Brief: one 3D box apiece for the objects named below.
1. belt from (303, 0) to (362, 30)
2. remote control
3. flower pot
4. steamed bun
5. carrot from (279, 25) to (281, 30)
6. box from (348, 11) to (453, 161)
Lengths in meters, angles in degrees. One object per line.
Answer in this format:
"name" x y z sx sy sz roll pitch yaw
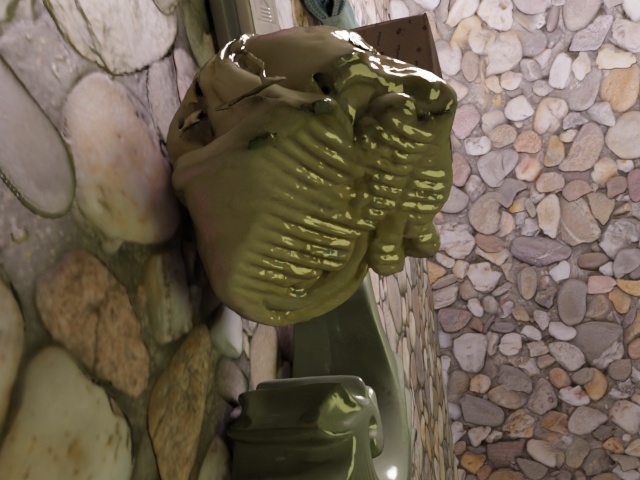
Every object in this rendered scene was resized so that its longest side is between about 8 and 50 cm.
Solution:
"belt" 0.040 -0.430 1.158 0.302 0.087 0.072 35 47 -69
"remote control" -0.089 -0.257 0.712 0.103 0.055 0.277 -48 131 -69
"flower pot" 0.025 0.214 0.726 0.367 0.164 0.254 -65 140 -59
"steamed bun" -0.022 -0.074 0.603 0.207 0.268 0.280 51 -28 44
"carrot" -0.060 -0.267 0.859 0.037 0.037 0.190 -70 145 -57
"box" 0.123 -0.253 1.128 0.297 0.225 0.190 33 50 -70
